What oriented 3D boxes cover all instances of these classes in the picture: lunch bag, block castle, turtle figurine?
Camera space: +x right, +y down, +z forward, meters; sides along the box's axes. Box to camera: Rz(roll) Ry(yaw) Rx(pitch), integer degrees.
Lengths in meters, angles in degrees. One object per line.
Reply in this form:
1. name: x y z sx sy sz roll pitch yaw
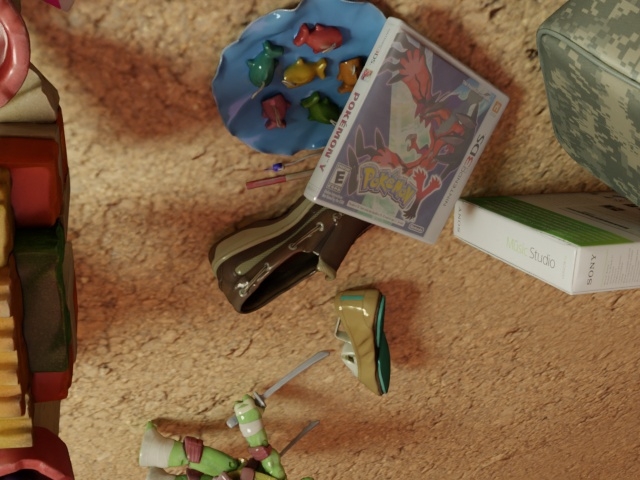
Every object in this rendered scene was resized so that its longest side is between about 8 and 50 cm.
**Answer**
1. lunch bag: 0.363 -0.174 0.667 0.256 0.212 0.305 -46 152 5
2. block castle: -0.337 0.036 0.517 0.302 0.213 0.454 -3 118 -16
3. turtle figurine: -0.123 0.313 1.096 0.266 0.275 0.198 4 160 -1

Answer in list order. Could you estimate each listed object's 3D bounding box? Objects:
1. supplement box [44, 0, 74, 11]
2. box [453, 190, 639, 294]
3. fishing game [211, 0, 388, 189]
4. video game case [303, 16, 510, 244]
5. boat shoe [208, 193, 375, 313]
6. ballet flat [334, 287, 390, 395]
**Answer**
1. supplement box: -0.156 -0.272 0.432 0.111 0.114 0.220 19 127 -39
2. box: 0.355 -0.008 0.861 0.321 0.232 0.059 -2 106 -20
3. fishing game: -0.008 -0.146 0.690 0.189 0.041 0.264 -13 141 -12
4. video game case: 0.095 -0.098 0.731 0.201 0.023 0.184 17 103 -44
5. boat shoe: 0.003 0.003 0.806 0.257 0.095 0.095 -30 150 12
6. ballet flat: 0.060 0.142 1.027 0.073 0.080 0.232 4 138 12
